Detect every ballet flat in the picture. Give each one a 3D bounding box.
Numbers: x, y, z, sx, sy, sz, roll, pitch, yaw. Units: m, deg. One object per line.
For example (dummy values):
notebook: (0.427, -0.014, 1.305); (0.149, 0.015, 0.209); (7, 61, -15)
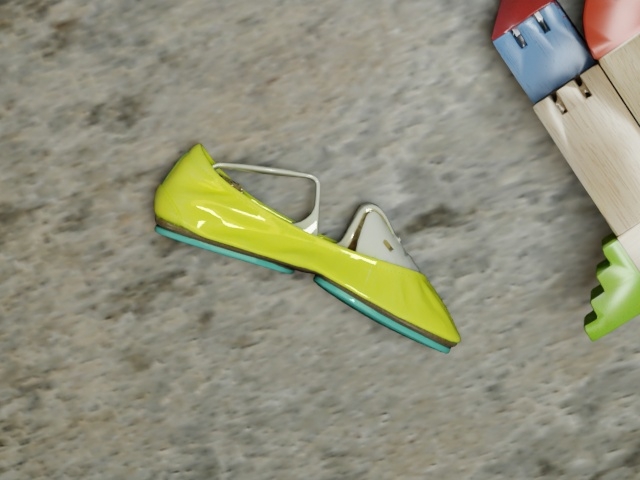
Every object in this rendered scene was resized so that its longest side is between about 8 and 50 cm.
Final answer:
ballet flat: (0.000, 0.000, 1.167); (0.231, 0.077, 0.077); (23, 90, -1)

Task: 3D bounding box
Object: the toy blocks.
toy blocks: (0.259, -0.152, 1.065); (0.381, 0.191, 0.261); (-34, 90, 12)
